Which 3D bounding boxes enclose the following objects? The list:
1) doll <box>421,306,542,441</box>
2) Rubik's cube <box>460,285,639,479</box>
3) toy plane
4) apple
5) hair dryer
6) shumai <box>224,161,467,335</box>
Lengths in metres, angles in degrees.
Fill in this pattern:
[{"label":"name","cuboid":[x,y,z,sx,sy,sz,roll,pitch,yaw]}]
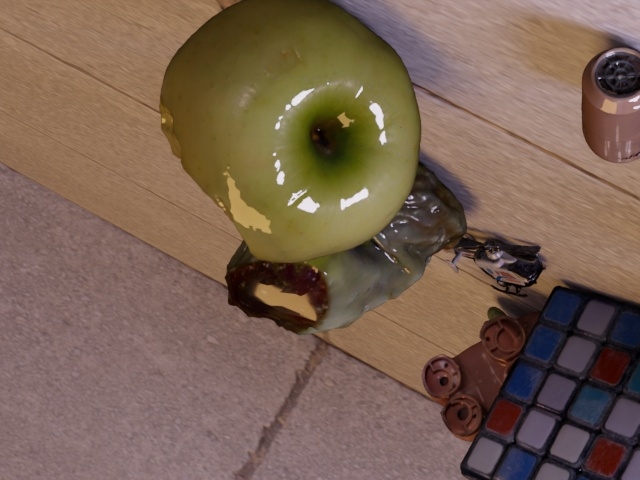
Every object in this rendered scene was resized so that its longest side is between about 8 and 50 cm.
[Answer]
[{"label":"doll","cuboid":[0.292,0.211,2.168,0.284,0.216,0.268,63,-169,29]},{"label":"Rubik's cube","cuboid":[0.407,0.267,1.928,0.287,0.293,0.292,18,162,46]},{"label":"toy plane","cuboid":[0.222,0.023,1.956,0.197,0.053,0.078,16,154,48]},{"label":"apple","cuboid":[-0.033,-0.116,1.491,0.279,0.279,0.279,29,169,6]},{"label":"hair dryer","cuboid":[0.302,-0.095,1.227,0.182,0.064,0.117,19,165,15]},{"label":"shumai","cuboid":[0.000,0.000,1.866,0.309,0.263,0.304,26,166,18]}]
